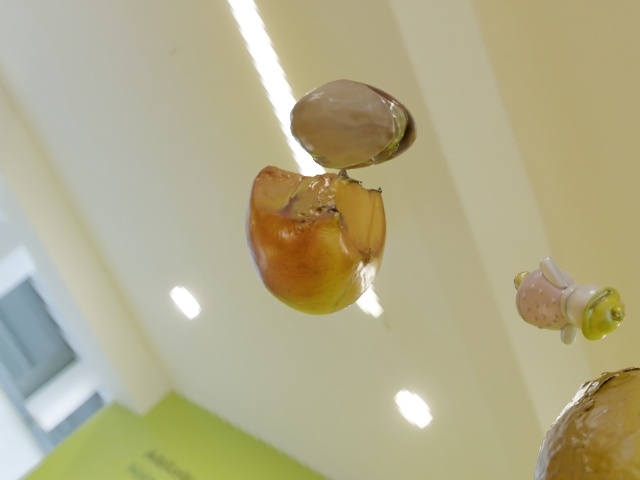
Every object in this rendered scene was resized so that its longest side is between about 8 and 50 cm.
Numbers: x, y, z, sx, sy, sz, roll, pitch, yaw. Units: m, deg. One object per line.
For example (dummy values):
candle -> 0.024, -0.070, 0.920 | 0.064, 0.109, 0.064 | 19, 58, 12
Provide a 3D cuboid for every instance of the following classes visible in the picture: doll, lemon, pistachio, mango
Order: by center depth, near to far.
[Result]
mango -> 0.000, 0.000, 1.436 | 0.126, 0.154, 0.252 | 16, -16, 21
lemon -> 0.389, 0.287, 1.641 | 0.253, 0.310, 0.253 | 12, -45, 12
doll -> 0.329, 0.083, 1.790 | 0.207, 0.081, 0.129 | 13, -55, 59
pistachio -> 0.045, -0.182, 2.111 | 0.215, 0.144, 0.144 | 2, -50, 36
